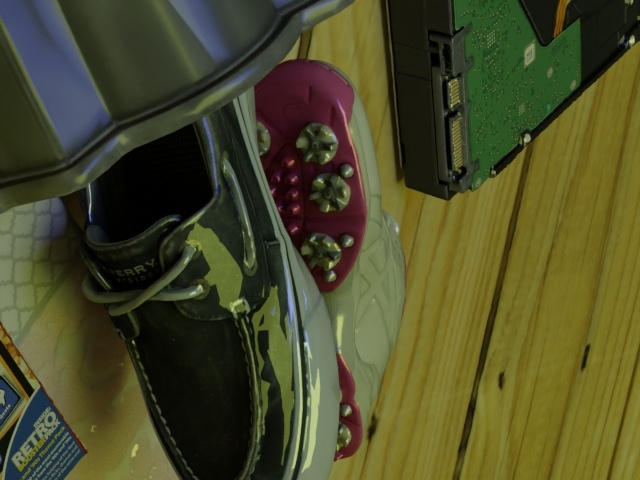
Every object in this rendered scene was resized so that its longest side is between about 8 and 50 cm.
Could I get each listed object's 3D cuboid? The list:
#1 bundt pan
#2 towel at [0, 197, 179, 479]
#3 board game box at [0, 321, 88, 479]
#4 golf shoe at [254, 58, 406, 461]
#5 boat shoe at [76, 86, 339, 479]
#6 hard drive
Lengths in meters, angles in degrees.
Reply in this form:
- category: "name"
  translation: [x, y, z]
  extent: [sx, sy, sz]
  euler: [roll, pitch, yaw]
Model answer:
- category: "bundt pan"
  translation: [-0.149, -0.120, 0.647]
  extent: [0.331, 0.331, 0.124]
  euler: [-43, 122, -37]
- category: "towel"
  translation: [-0.201, 0.147, 0.929]
  extent: [0.332, 0.053, 0.317]
  euler: [-56, 145, -23]
- category: "board game box"
  translation: [-0.205, 0.095, 0.807]
  extent: [0.147, 0.045, 0.193]
  euler: [-51, 142, -26]
- category: "golf shoe"
  translation: [0.000, 0.000, 1.126]
  extent: [0.140, 0.115, 0.306]
  euler: [-52, 151, -47]
- category: "boat shoe"
  translation: [-0.084, -0.001, 0.908]
  extent: [0.119, 0.121, 0.335]
  euler: [-13, 89, -62]
- category: "hard drive"
  translation: [0.168, -0.211, 1.299]
  extent: [0.339, 0.064, 0.237]
  euler: [-43, 138, -39]
